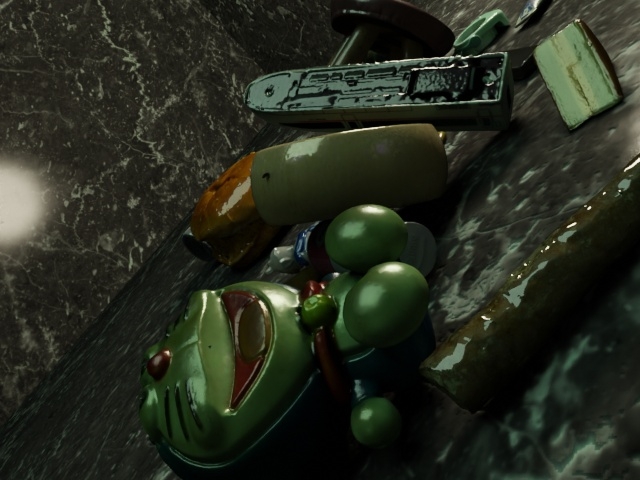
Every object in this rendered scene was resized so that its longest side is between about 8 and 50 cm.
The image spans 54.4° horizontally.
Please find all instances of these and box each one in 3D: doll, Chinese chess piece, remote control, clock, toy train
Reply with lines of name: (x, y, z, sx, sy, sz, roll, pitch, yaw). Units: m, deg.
doll: (-0.031, 0.120, 0.574, 0.321, 0.186, 0.199, -25, 42, 18)
Chinese chess piece: (0.037, -0.089, 0.846, 0.273, 0.102, 0.273, -10, 5, 1)
remote control: (0.306, -0.298, 1.063, 0.063, 0.025, 0.245, -48, 15, 2)
clock: (0.318, -0.415, 1.289, 0.135, 0.041, 0.101, -45, 16, 2)
toy train: (0.075, -0.208, 0.932, 0.406, 0.088, 0.087, 4, 67, 26)
doll: (0.000, 0.000, 1.023, 0.227, 0.057, 0.114, -27, 28, 24)

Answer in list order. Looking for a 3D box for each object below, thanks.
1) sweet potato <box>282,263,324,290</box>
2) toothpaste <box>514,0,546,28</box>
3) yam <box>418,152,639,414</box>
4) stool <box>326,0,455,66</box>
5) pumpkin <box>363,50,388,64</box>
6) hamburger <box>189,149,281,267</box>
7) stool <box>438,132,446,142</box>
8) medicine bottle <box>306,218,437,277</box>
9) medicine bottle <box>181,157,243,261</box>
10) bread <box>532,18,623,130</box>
sweet potato: (-0.047, 0.094, 0.866, 0.077, 0.077, 0.244, -22, 29, 54)
toothpaste: (0.428, -0.478, 1.189, 0.197, 0.034, 0.057, -55, 10, -24)
yam: (0.189, 0.022, 0.485, 0.274, 0.061, 0.061, -45, 16, -5)
stool: (0.125, -0.386, 1.301, 0.272, 0.271, 0.179, -140, 69, -74)
pumpkin: (0.195, -0.501, 1.615, 0.190, 0.146, 0.191, -19, 53, 26)
hamburger: (-0.153, -0.091, 1.421, 0.314, 0.170, 0.289, -51, 23, -25)
stool: (0.133, -0.179, 1.034, 0.135, 0.110, 0.134, -31, 20, 36)
medicine bottle: (0.059, 0.012, 0.778, 0.090, 0.090, 0.216, -49, 17, -15)
medicine bottle: (-0.242, -0.080, 1.657, 0.141, 0.141, 0.293, -21, 29, 55)
bread: (0.324, -0.184, 0.756, 0.074, 0.084, 0.139, -34, 50, 32)
